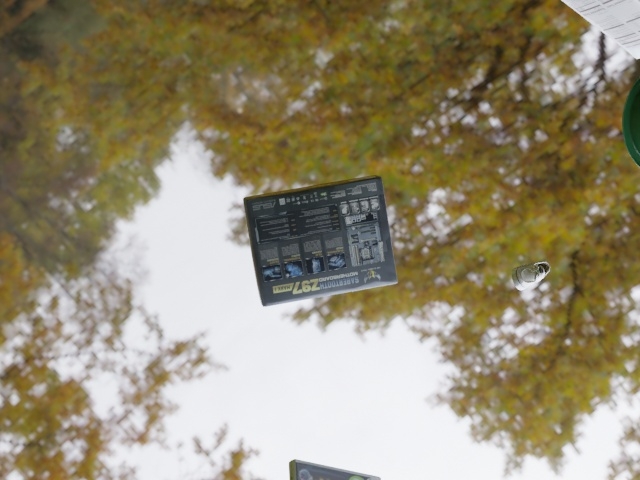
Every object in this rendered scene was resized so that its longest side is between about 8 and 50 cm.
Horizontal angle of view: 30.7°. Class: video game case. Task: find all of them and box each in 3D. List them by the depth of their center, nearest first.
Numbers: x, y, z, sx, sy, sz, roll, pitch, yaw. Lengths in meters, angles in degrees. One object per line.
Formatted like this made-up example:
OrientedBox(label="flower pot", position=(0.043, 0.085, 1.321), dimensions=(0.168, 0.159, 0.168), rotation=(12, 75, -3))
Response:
OrientedBox(label="video game case", position=(0.031, 0.462, 1.938), dimensions=(0.022, 0.190, 0.173), rotation=(-37, -134, 42))

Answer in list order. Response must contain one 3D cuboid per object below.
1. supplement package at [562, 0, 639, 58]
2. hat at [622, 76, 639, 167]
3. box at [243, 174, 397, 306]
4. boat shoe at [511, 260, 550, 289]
OrientedBox(label="supplement package", position=(0.563, -0.490, 2.075), dimensions=(0.199, 0.263, 0.198), rotation=(-57, -168, -7))
OrientedBox(label="hat", position=(0.581, -0.178, 1.708), dimensions=(0.209, 0.172, 0.183), rotation=(-16, -169, -27))
OrientedBox(label="box", position=(0.000, 0.000, 1.930), dimensions=(0.233, 0.183, 0.059), rotation=(-10, -172, -5))
OrientedBox(label="boat shoe", position=(0.321, 0.050, 1.766), dimensions=(0.035, 0.035, 0.100), rotation=(-26, 173, 32))
